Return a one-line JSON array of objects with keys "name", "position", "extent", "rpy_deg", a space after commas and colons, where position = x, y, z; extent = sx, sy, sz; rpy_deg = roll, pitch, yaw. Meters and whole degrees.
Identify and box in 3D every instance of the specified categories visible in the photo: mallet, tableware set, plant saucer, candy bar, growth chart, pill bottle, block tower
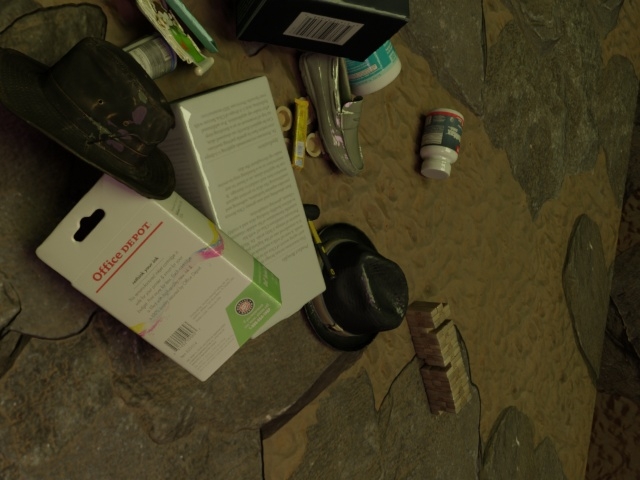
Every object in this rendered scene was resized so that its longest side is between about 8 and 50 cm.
[{"name": "mallet", "position": [0.000, 0.000, 1.584], "extent": [0.062, 0.039, 0.189], "rpy_deg": [-14, 73, -49]}, {"name": "tableware set", "position": [-0.052, -0.249, 1.594], "extent": [0.169, 0.020, 0.141], "rpy_deg": [-29, 110, -45]}, {"name": "plant saucer", "position": [-0.265, -0.439, 1.339], "extent": [0.018, 0.067, 0.192], "rpy_deg": [-35, 127, 8]}, {"name": "candy bar", "position": [-0.048, -0.239, 1.571], "extent": [0.040, 0.018, 0.161], "rpy_deg": [7, 86, -44]}, {"name": "growth chart", "position": [-0.279, -0.399, 1.277], "extent": [0.237, 0.021, 0.172], "rpy_deg": [50, 16, -26]}, {"name": "pill bottle", "position": [0.076, -0.485, 1.646], "extent": [0.146, 0.146, 0.264], "rpy_deg": [-56, 128, -33]}, {"name": "block tower", "position": [0.334, 0.327, 1.960], "extent": [0.091, 0.097, 0.335], "rpy_deg": [-33, 114, -43]}, {"name": "pill bottle", "position": [-0.329, -0.312, 1.244], "extent": [0.137, 0.078, 0.078], "rpy_deg": [-42, 120, -39]}, {"name": "pill bottle", "position": [0.337, -0.269, 1.963], "extent": [0.108, 0.108, 0.180], "rpy_deg": [25, 71, -45]}]

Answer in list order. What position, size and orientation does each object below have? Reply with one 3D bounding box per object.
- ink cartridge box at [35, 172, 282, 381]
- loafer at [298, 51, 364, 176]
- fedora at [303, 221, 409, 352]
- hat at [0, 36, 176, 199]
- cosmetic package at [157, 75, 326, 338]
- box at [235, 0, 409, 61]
[{"name": "ink cartridge box", "position": [-0.261, 0.046, 1.170], "extent": [0.353, 0.119, 0.207], "rpy_deg": [42, 103, -18]}, {"name": "loafer", "position": [0.049, -0.301, 1.627], "extent": [0.319, 0.112, 0.112], "rpy_deg": [69, 27, -22]}, {"name": "fedora", "position": [0.107, 0.114, 1.667], "extent": [0.334, 0.153, 0.333], "rpy_deg": [1, 88, -48]}, {"name": "hat", "position": [-0.323, -0.218, 1.073], "extent": [0.134, 0.331, 0.331], "rpy_deg": [-45, 136, 15]}, {"name": "cosmetic package", "position": [-0.168, -0.064, 1.356], "extent": [0.230, 0.162, 0.453], "rpy_deg": [-30, 111, -44]}, {"name": "box", "position": [-0.004, -0.602, 1.410], "extent": [0.294, 0.212, 0.395], "rpy_deg": [4, 79, -24]}]
